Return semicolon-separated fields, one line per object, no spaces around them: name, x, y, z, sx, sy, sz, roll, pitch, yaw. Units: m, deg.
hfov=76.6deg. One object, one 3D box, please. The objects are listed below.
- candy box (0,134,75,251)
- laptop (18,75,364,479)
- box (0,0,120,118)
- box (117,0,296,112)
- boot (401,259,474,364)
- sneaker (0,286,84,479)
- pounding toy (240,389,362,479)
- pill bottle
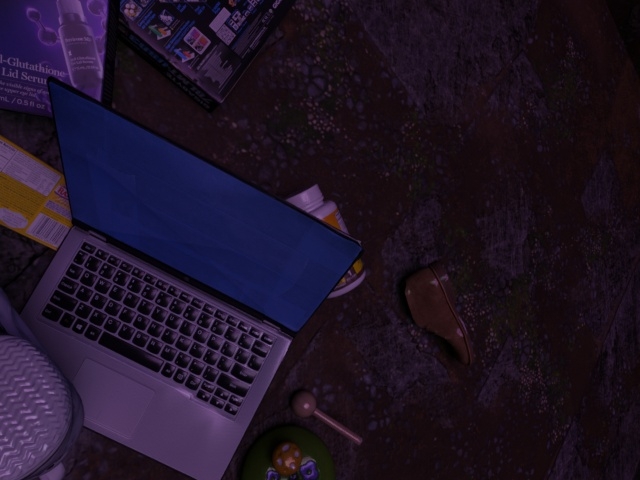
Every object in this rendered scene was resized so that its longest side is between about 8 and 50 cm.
candy box;-0.425;-0.068;0.578;0.206;0.027;0.105;45;64;-47
laptop;-0.221;0.103;0.520;0.382;0.236;0.408;28;83;-3
box;-0.377;-0.277;0.570;0.153;0.108;0.207;5;103;-22
box;-0.227;-0.440;0.720;0.293;0.073;0.295;36;73;-24
boot;0.295;0.199;1.014;0.115;0.112;0.305;-27;109;3
sneaker;-0.401;0.129;0.459;0.366;0.210;0.137;43;50;17
pounding toy;-0.036;0.416;0.750;0.183;0.110;0.237;36;62;7
pill bottle;0.000;0.000;0.816;0.117;0.117;0.215;-32;104;-27
